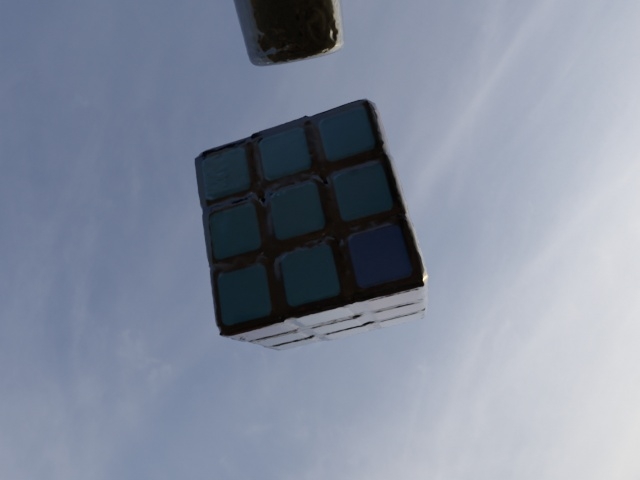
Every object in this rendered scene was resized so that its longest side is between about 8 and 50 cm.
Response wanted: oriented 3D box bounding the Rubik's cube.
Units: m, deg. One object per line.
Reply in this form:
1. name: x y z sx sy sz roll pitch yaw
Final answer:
1. Rubik's cube: 0.000 0.000 0.417 0.162 0.160 0.163 -15 -20 7

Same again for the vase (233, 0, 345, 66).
1. vase: -0.072 -0.457 0.777 0.245 0.245 0.291 -16 -62 -13
